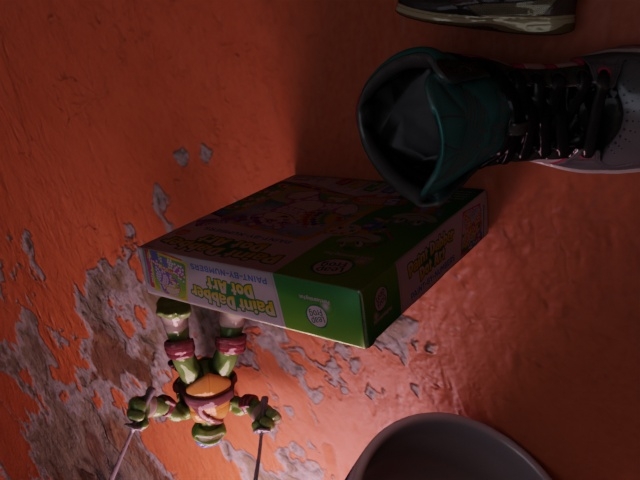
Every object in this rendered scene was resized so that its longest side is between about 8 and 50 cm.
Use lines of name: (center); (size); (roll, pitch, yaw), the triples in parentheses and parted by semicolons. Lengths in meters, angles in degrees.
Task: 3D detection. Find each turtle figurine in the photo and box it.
turtle figurine: (-0.161, 0.222, 0.845); (0.197, 0.274, 0.266); (8, 109, 18)

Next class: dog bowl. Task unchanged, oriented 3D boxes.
dog bowl: (0.139, 0.326, 0.632); (0.265, 0.265, 0.104); (37, 133, 17)

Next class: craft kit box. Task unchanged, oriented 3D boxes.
craft kit box: (0.000, 0.000, 0.584); (0.249, 0.246, 0.061); (8, 118, 34)

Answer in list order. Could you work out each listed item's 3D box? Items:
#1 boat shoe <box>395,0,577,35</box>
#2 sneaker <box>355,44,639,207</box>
boat shoe: (0.138, -0.204, 0.504); (0.152, 0.056, 0.049); (14, 116, 21)
sneaker: (0.148, -0.094, 0.464); (0.295, 0.178, 0.124); (11, 119, 33)
